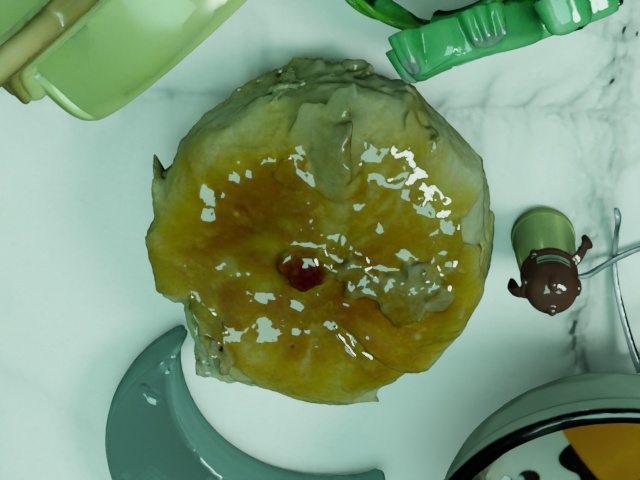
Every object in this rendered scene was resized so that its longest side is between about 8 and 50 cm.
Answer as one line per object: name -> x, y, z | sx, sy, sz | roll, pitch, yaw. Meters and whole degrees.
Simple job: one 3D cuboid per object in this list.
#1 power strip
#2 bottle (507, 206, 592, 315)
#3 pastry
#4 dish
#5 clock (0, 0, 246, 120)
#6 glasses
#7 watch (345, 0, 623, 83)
power strip -> -0.067, 0.189, 1.057 | 0.253, 0.054, 0.167 | 40, 115, -14
bottle -> 0.159, 0.019, 0.925 | 0.047, 0.101, 0.063 | 24, 117, -8
pastry -> 0.004, 0.004, 0.919 | 0.236, 0.121, 0.257 | -10, 116, 9
dish -> 0.214, 0.197, 0.990 | 0.303, 0.120, 0.303 | 4, 125, 6
clock -> -0.095, -0.162, 0.741 | 0.235, 0.308, 0.096 | -36, 108, 21
glasses -> 0.244, 0.024, 0.963 | 0.104, 0.062, 0.140 | 39, 115, 10
watch -> 0.093, -0.188, 0.832 | 0.165, 0.131, 0.152 | -19, 95, 18
